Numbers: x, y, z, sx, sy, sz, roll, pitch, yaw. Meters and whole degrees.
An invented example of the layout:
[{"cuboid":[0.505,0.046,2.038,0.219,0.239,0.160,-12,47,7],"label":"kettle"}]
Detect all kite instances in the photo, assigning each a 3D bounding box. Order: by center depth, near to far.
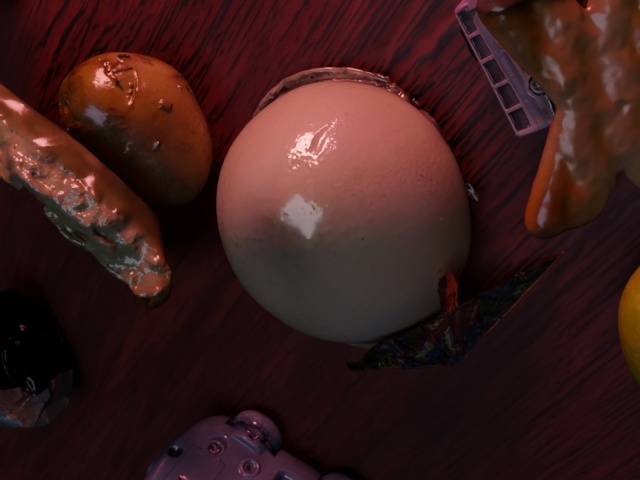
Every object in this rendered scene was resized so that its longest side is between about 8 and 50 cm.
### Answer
[{"cuboid":[0.132,0.077,0.753,0.009,0.232,0.189,62,177,35],"label":"kite"}]

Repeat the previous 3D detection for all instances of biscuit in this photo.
[{"cuboid":[0.222,-0.117,0.614,0.164,0.047,0.208,-16,107,7],"label":"biscuit"},{"cuboid":[-0.284,-0.068,0.814,0.329,0.078,0.335,27,161,49],"label":"biscuit"}]

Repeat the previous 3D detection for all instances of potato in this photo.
[{"cuboid":[-0.185,-0.118,0.813,0.137,0.137,0.176,-16,125,33],"label":"potato"}]

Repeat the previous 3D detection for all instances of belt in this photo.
[{"cuboid":[-0.419,0.166,1.058,0.078,0.151,0.198,-10,111,31],"label":"belt"}]

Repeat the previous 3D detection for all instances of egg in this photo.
[{"cuboid":[-0.004,-0.003,0.740,0.264,0.174,0.286,25,127,20],"label":"egg"}]

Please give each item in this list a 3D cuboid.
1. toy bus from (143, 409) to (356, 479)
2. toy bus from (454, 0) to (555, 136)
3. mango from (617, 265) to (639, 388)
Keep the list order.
[{"cuboid":[-0.092,0.377,0.973,0.294,0.197,0.232,32,135,9],"label":"toy bus"},{"cuboid":[0.161,-0.154,0.660,0.052,0.037,0.130,-22,104,39],"label":"toy bus"},{"cuboid":[0.366,0.100,0.606,0.273,0.149,0.185,30,131,9],"label":"mango"}]
